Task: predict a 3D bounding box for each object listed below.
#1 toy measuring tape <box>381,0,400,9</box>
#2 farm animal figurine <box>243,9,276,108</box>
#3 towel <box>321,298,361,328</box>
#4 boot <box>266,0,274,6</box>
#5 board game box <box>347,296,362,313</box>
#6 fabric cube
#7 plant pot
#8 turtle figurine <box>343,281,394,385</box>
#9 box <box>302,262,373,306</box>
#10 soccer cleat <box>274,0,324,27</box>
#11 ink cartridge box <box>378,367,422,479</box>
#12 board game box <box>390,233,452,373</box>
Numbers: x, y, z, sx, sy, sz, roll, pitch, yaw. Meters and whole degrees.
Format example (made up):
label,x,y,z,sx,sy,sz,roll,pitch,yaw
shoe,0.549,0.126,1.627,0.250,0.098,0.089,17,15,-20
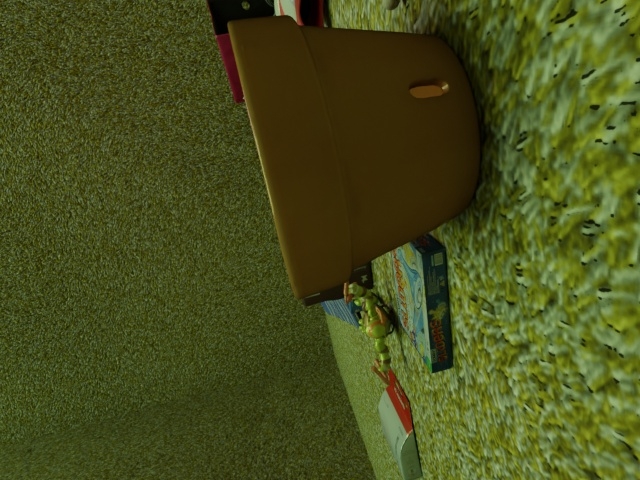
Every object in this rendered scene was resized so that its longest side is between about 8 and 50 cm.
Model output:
label,x,y,z,sx,sy,sz,roll,pitch,yaw
toy measuring tape,0.001,-0.412,0.479,0.121,0.121,0.331,100,156,-77
farm animal figurine,-0.129,-0.424,1.195,0.327,0.172,0.331,57,-142,-67
towel,0.033,0.213,1.550,0.243,0.040,0.336,59,164,-10
boot,-0.137,-0.779,1.152,0.179,0.085,0.237,-113,11,-47
board game box,0.086,0.103,1.304,0.160,0.047,0.210,81,172,-50
fabric cube,-0.222,-0.683,1.408,0.258,0.253,0.259,81,173,-59
plant pot,0.034,-0.100,0.453,0.291,0.203,0.291,166,90,-84
turtle figurine,0.118,0.172,0.929,0.217,0.087,0.270,-57,-55,-87
box,0.000,0.000,1.171,0.381,0.191,0.143,-112,9,-54
soccer cleat,-0.037,-0.538,0.744,0.116,0.108,0.318,46,155,33
ink cartridge box,0.196,0.473,1.080,0.189,0.066,0.233,-119,12,-72
board game box,0.149,0.077,0.617,0.136,0.035,0.201,-116,13,-66
